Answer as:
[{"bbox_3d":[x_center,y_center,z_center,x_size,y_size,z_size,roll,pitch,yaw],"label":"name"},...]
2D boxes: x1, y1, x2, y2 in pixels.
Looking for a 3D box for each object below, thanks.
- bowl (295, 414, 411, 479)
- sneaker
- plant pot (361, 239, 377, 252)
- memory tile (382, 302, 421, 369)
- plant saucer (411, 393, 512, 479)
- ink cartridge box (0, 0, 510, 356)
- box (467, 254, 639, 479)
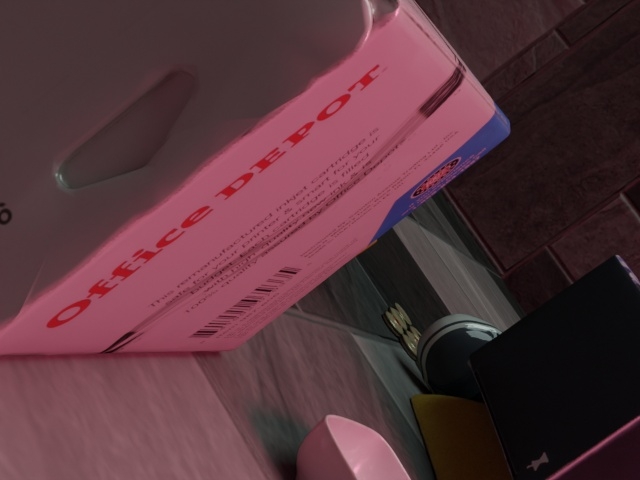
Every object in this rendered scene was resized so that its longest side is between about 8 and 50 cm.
[{"bbox_3d":[0.038,0.208,0.993,0.142,0.053,0.142,57,11,25],"label":"bowl"},{"bbox_3d":[0.241,0.225,1.621,0.321,0.126,0.127,49,5,-29],"label":"sneaker"},{"bbox_3d":[0.000,0.000,1.444,0.081,0.081,0.083,53,21,-3],"label":"plant pot"},{"bbox_3d":[0.133,0.147,1.712,0.148,0.012,0.113,53,10,4],"label":"memory tile"},{"bbox_3d":[0.249,0.335,1.425,0.332,0.081,0.333,48,12,-24],"label":"plant saucer"},{"bbox_3d":[-0.061,-0.071,0.828,0.166,0.285,0.395,54,10,13],"label":"ink cartridge box"},{"bbox_3d":[0.371,0.264,1.389,0.395,0.212,0.293,49,12,-20],"label":"box"}]
